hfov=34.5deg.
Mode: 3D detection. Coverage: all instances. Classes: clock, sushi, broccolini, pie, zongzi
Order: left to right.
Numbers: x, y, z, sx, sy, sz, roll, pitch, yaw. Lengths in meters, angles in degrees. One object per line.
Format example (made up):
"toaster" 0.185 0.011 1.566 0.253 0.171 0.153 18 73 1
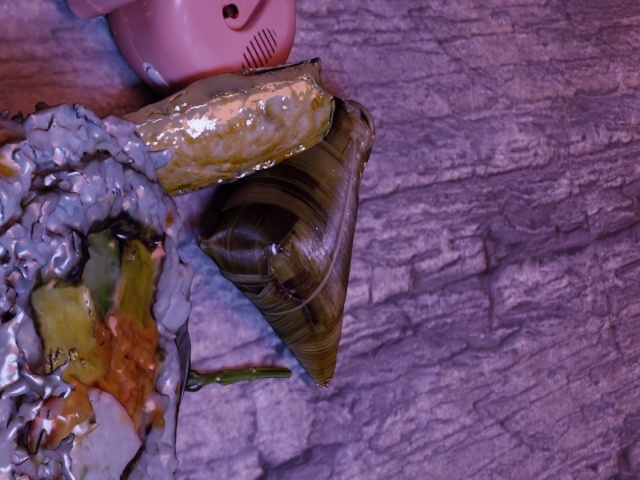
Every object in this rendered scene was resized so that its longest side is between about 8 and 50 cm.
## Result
"sushi" -0.226 0.084 0.853 0.417 0.175 0.418 -2 90 -78
"pie" -0.118 -0.110 1.080 0.282 0.068 0.129 -18 140 -14
"clock" -0.114 -0.257 1.118 0.241 0.142 0.227 50 55 -34
"broccolini" -0.115 0.161 1.175 0.218 0.044 0.042 9 66 -49
"zongzi" 0.000 0.000 1.243 0.286 0.134 0.288 -62 140 -33

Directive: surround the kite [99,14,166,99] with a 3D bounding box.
"kite" -0.178 -0.315 1.160 0.314 0.011 0.335 7 83 -44
